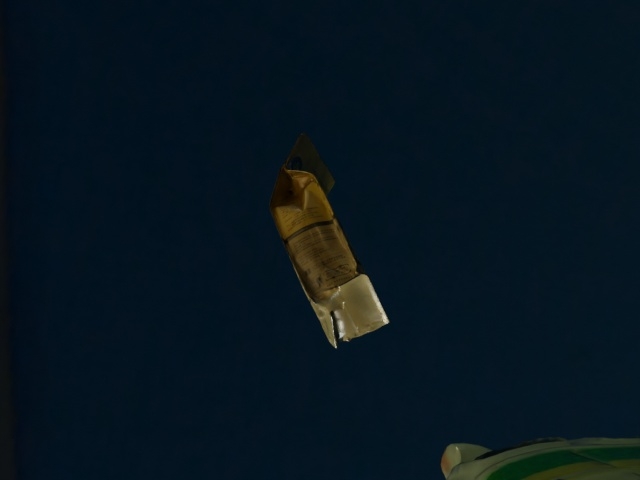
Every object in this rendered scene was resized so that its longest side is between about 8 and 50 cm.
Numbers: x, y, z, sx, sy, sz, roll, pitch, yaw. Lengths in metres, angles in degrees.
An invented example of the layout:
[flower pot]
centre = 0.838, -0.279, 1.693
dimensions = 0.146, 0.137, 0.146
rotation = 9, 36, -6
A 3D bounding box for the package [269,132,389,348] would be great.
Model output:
[package]
centre = 0.000, 0.000, 1.071
dimensions = 0.047, 0.071, 0.131
rotation = -25, -123, 4

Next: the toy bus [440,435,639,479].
[toy bus]
centre = 0.160, 0.104, 0.363
dimensions = 0.165, 0.276, 0.133
rotation = -177, -92, -77
